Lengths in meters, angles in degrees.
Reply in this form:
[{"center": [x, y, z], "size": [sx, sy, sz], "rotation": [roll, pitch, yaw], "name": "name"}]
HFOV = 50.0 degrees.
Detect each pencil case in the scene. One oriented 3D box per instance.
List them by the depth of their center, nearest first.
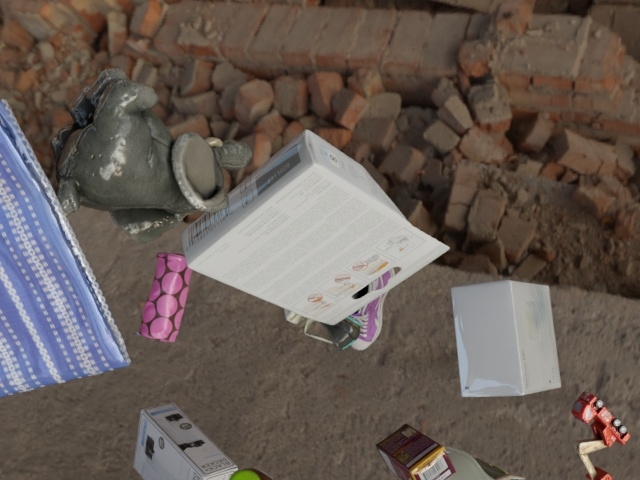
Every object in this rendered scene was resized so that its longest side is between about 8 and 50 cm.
[{"center": [-0.365, 0.129, 1.607], "size": [0.098, 0.095, 0.209], "rotation": [13, 86, 46], "name": "pencil case"}]

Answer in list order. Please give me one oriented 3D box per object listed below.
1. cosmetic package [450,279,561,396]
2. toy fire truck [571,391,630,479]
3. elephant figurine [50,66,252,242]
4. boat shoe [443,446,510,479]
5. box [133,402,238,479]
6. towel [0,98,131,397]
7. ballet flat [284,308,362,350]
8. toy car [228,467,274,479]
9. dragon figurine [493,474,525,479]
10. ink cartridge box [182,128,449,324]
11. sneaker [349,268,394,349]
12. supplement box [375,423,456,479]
[{"center": [0.389, 0.204, 1.433], "size": [0.138, 0.225, 0.223], "rotation": [-12, 78, 37], "name": "cosmetic package"}, {"center": [0.609, 0.444, 1.520], "size": [0.135, 0.047, 0.192], "rotation": [-46, 101, -9], "name": "toy fire truck"}, {"center": [-0.177, -0.078, 0.806], "size": [0.169, 0.239, 0.186], "rotation": [26, 83, 52], "name": "elephant figurine"}, {"center": [0.411, 0.606, 1.698], "size": [0.305, 0.091, 0.109], "rotation": [20, 90, 48], "name": "boat shoe"}, {"center": [-0.315, 0.518, 1.569], "size": [0.290, 0.087, 0.169], "rotation": [28, 112, 43], "name": "box"}, {"center": [-0.354, 0.042, 0.576], "size": [0.336, 0.243, 0.040], "rotation": [-16, 18, 14], "name": "towel"}, {"center": [-0.027, 0.170, 1.643], "size": [0.280, 0.095, 0.096], "rotation": [33, 86, 37], "name": "ballet flat"}, {"center": [-0.041, 0.412, 1.035], "size": [0.189, 0.155, 0.148], "rotation": [-5, 64, -8], "name": "toy car"}, {"center": [0.192, 0.436, 0.900], "size": [0.085, 0.143, 0.289], "rotation": [8, 29, 28], "name": "dragon figurine"}, {"center": [0.000, 0.000, 1.232], "size": [0.308, 0.385, 0.091], "rotation": [-37, 48, 26], "name": "ink cartridge box"}, {"center": [0.101, 0.195, 1.848], "size": [0.102, 0.282, 0.161], "rotation": [22, 28, 22], "name": "sneaker"}, {"center": [0.233, 0.541, 1.706], "size": [0.104, 0.080, 0.188], "rotation": [-31, 14, -17], "name": "supplement box"}]
